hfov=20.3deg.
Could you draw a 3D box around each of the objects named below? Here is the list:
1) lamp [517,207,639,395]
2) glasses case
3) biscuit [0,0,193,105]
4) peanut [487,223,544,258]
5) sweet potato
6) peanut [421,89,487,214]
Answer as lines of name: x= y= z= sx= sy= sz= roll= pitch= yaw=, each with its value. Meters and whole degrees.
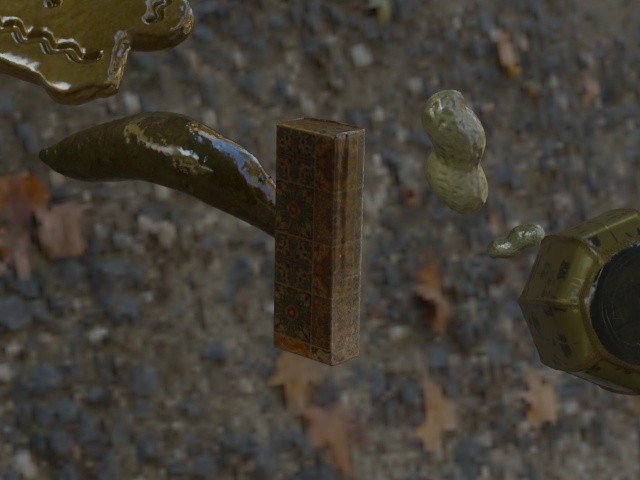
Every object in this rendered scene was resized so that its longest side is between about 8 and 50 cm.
lamp: x=0.256 y=0.052 z=1.532 sx=0.185 sy=0.161 sz=0.161 roll=-163 pitch=-118 yaw=-85
glasses case: x=0.000 y=0.000 z=1.643 sx=0.049 sy=0.075 sz=0.218 roll=-16 pitch=113 yaw=-45
biscuit: x=-0.166 y=-0.205 z=1.315 sx=0.249 sy=0.184 sz=0.035 roll=-59 pitch=163 yaw=-33
peanut: x=0.261 y=0.003 z=2.382 sx=0.037 sy=0.083 sz=0.037 roll=50 pitch=22 yaw=-29
sweet potato: x=-0.128 y=-0.070 z=1.809 sx=0.108 sy=0.346 sz=0.079 roll=94 pitch=20 yaw=-54
peanut: x=0.174 y=-0.114 z=2.313 sx=0.082 sy=0.082 sz=0.187 roll=-60 pitch=151 yaw=-46
